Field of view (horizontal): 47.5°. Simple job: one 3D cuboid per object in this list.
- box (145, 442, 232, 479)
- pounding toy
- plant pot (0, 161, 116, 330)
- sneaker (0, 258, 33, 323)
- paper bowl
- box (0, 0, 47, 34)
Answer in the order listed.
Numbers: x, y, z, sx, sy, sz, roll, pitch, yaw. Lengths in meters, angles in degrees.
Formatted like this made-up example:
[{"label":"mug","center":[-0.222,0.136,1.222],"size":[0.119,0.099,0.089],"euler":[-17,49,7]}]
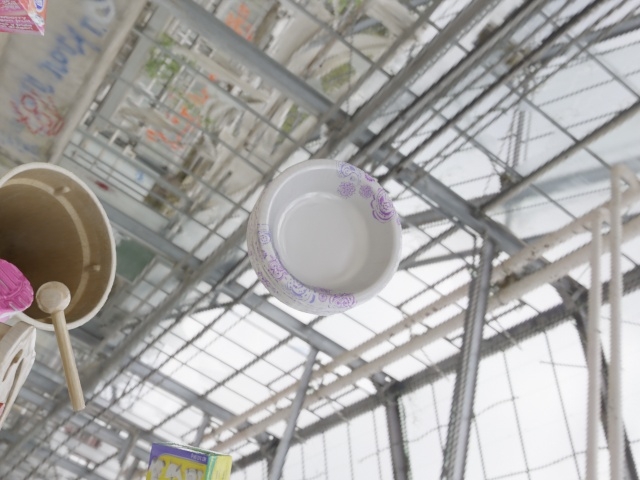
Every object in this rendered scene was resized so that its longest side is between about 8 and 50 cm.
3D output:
[{"label":"box","center":[-0.161,0.326,0.819],"size":[0.105,0.043,0.179],"euler":[-3,-104,40]},{"label":"pounding toy","center":[-0.331,0.160,0.753],"size":[0.154,0.154,0.270],"euler":[135,-22,-72]},{"label":"plant pot","center":[-0.650,0.036,1.488],"size":[0.305,0.334,0.334],"euler":[-11,-140,27]},{"label":"sneaker","center":[-0.563,0.115,1.161],"size":[0.111,0.103,0.252],"euler":[-30,-168,22]},{"label":"paper bowl","center":[0.000,0.000,1.373],"size":[0.284,0.284,0.148],"euler":[-64,-170,-22]},{"label":"box","center":[-0.469,-0.337,0.872],"size":[0.122,0.256,0.128],"euler":[125,-32,-82]}]
